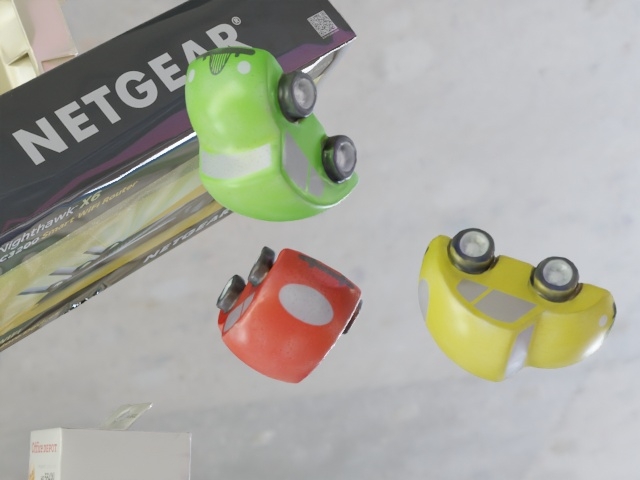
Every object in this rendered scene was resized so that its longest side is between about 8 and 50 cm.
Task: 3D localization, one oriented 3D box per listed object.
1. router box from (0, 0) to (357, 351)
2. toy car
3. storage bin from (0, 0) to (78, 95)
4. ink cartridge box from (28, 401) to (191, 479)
[{"bbox_3d":[-0.146,-0.040,1.178,0.309,0.081,0.243,-33,169,-33],"label":"router box"},{"bbox_3d":[0.000,0.000,0.868,0.239,0.053,0.225,-4,139,36],"label":"toy car"},{"bbox_3d":[-0.273,-0.095,1.751,0.123,0.262,0.260,-17,173,-36],"label":"storage bin"},{"bbox_3d":[-0.141,0.178,1.177,0.090,0.143,0.092,4,171,-22],"label":"ink cartridge box"}]
